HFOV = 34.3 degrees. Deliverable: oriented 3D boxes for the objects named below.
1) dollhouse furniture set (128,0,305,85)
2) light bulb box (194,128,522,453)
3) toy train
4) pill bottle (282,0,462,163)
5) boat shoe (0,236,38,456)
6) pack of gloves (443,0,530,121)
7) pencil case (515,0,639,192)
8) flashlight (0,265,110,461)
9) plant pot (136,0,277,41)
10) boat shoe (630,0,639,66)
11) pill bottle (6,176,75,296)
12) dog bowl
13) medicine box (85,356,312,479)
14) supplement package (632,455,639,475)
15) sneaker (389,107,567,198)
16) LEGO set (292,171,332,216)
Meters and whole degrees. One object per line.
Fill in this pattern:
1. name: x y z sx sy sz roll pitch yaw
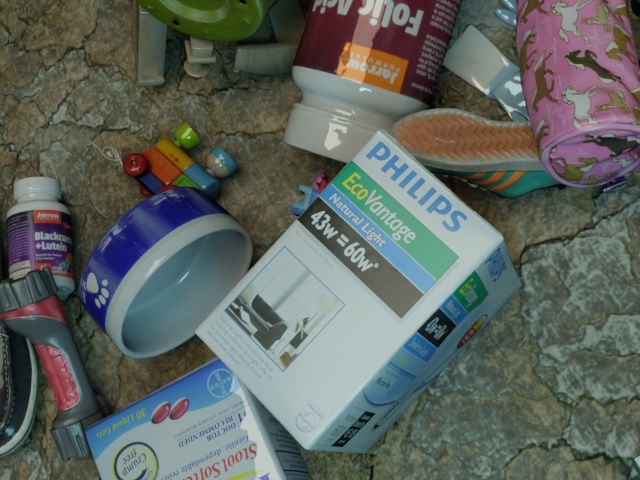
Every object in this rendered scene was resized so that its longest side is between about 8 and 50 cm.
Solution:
1. dollhouse furniture set: -0.145 -0.387 1.798 0.355 0.174 0.303 -5 59 -15
2. light bulb box: 0.073 0.089 1.447 0.225 0.358 0.361 43 92 19
3. toy train: -0.264 -0.146 1.744 0.248 0.105 0.143 41 80 21
4. pill bottle: 0.084 -0.311 1.588 0.224 0.224 0.392 18 95 19
5. boat shoe: -0.603 0.121 1.742 0.187 0.156 0.500 -18 74 9
6. pack of gloves: 0.330 -0.294 1.635 0.195 0.046 0.232 -46 69 0
7. pencil case: 0.374 -0.263 1.480 0.160 0.167 0.386 -34 45 39
8. flashlight: -0.427 0.198 1.644 0.103 0.103 0.304 -17 95 14
9. plant pot: -0.139 -0.511 1.596 0.366 0.366 0.353 12 66 18
10. boat shoe: 0.515 -0.327 1.548 0.113 0.127 0.340 15 90 7
11. pill bottle: -0.476 -0.005 1.759 0.108 0.108 0.193 -11 74 13
12. dog bowl: -0.234 0.049 1.593 0.104 0.265 0.265 43 91 23
13. medicine box: -0.168 0.361 1.559 0.263 0.149 0.289 -28 70 8
14. supplement package: 0.558 0.348 1.328 0.199 0.198 0.263 -33 70 6
15. sneaker: 0.245 -0.115 1.534 0.302 0.121 0.108 4 56 -4
16. LEGO set: 0.000 0.000 1.634 0.093 0.087 0.227 13 81 19
